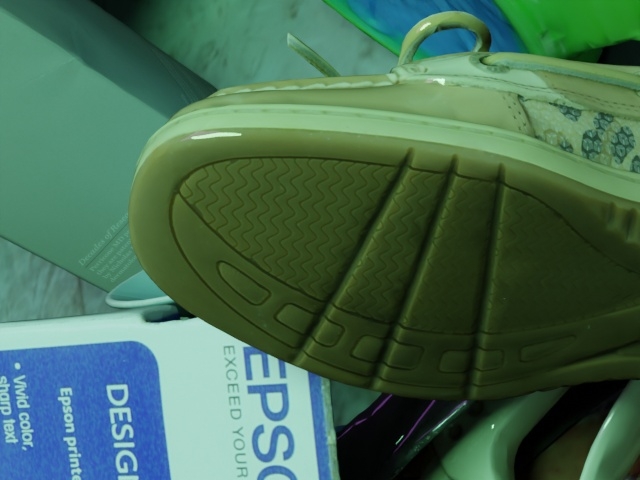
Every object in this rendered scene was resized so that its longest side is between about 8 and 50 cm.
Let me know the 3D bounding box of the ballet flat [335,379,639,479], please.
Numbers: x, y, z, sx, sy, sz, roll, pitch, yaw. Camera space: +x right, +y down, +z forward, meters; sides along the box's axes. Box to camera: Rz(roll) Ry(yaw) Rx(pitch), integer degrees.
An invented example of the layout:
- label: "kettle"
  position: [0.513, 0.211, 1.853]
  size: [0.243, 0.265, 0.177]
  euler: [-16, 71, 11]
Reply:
- label: "ballet flat"
  position: [0.047, 0.090, 0.591]
  size: [0.280, 0.095, 0.096]
  euler: [-49, 53, 14]

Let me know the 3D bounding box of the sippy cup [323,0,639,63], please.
- label: "sippy cup"
  position: [0.076, -0.208, 0.646]
  size: [0.305, 0.240, 0.224]
  euler: [39, 86, 10]

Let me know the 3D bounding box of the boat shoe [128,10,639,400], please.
- label: "boat shoe"
  position: [0.079, -0.010, 0.496]
  size: [0.089, 0.285, 0.104]
  euler: [-98, 23, -43]

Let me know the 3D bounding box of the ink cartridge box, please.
- label: "ink cartridge box"
  position: [-0.109, 0.181, 0.596]
  size: [0.307, 0.072, 0.303]
  euler: [-5, 92, 23]

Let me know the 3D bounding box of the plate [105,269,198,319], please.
- label: "plate"
  position: [0.000, 0.000, 0.657]
  size: [0.188, 0.188, 0.024]
  euler: [-14, 101, 41]

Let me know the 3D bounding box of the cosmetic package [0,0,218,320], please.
- label: "cosmetic package"
  position: [-0.136, -0.065, 0.750]
  size: [0.107, 0.238, 0.127]
  euler: [-49, 41, 13]
